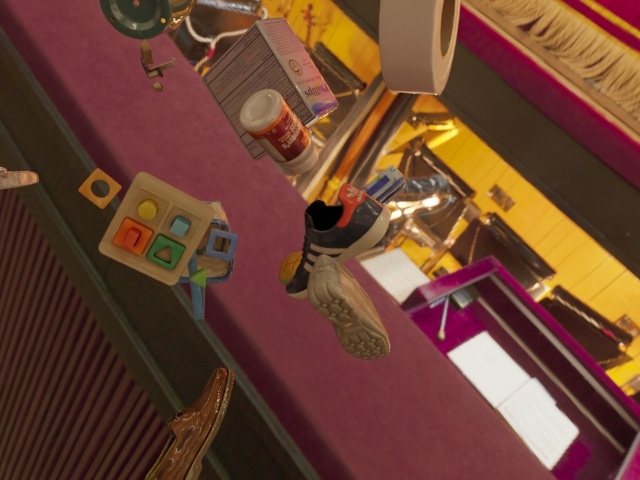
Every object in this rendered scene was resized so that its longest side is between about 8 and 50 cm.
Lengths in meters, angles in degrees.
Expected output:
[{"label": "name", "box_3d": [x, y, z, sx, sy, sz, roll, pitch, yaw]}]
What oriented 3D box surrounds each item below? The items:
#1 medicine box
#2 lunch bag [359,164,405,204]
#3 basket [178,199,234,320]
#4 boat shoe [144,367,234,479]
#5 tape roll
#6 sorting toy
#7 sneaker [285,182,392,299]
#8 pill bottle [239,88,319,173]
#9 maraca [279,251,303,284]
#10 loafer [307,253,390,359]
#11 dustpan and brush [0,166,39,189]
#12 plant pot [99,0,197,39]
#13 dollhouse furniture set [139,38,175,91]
[{"label": "medicine box", "box_3d": [-0.144, -0.418, 1.485, 0.289, 0.263, 0.149, 57, 38, -7]}, {"label": "lunch bag", "box_3d": [0.181, -0.148, 1.751, 0.090, 0.219, 0.176, 50, 1, 9]}, {"label": "basket", "box_3d": [-0.339, 0.042, 1.461, 0.201, 0.255, 0.289, -3, 36, -12]}, {"label": "boat shoe", "box_3d": [-0.289, 0.419, 1.174, 0.104, 0.111, 0.307, 25, 64, -10]}, {"label": "tape roll", "box_3d": [0.196, -0.426, 1.007, 0.100, 0.286, 0.286, 9, 27, 20]}, {"label": "sorting toy", "box_3d": [-0.347, -0.020, 1.118, 0.347, 0.196, 0.047, 28, 6, -17]}, {"label": "sneaker", "box_3d": [0.000, 0.000, 1.187, 0.148, 0.350, 0.131, 38, 36, -11]}, {"label": "pill bottle", "box_3d": [-0.096, -0.267, 1.334, 0.221, 0.121, 0.121, 43, 17, -51]}, {"label": "maraca", "box_3d": [-0.057, 0.088, 1.502, 0.099, 0.127, 0.185, 58, -8, -16]}, {"label": "loafer", "box_3d": [0.069, 0.150, 1.120, 0.319, 0.112, 0.112, 59, 25, -43]}, {"label": "dustpan and brush", "box_3d": [-0.850, -0.171, 1.432, 0.147, 0.060, 0.211, -12, 14, -24]}, {"label": "plant pot", "box_3d": [-0.481, -0.686, 1.453, 0.271, 0.272, 0.255, 20, 36, -21]}, {"label": "dollhouse furniture set", "box_3d": [-0.392, -0.443, 1.313, 0.081, 0.114, 0.091, -25, 81, -18]}]
